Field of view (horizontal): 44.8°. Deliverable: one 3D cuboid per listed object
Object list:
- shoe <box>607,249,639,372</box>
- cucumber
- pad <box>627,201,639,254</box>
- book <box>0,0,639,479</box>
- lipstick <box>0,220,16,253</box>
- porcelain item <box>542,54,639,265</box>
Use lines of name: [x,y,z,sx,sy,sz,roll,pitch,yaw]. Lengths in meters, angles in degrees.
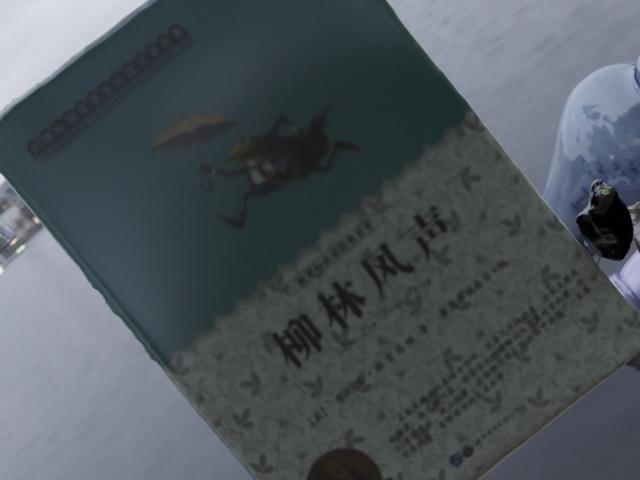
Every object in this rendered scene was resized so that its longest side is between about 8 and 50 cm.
shoe: [0.343,0.066,0.627,0.137,0.245,0.095,-56,16,29]
cucumber: [0.189,-0.008,0.510,0.033,0.034,0.135,-60,-22,4]
pad: [0.309,-0.019,0.465,0.235,0.003,0.158,-34,40,32]
book: [0.000,0.000,0.500,0.264,0.379,0.031,-40,3,-2]
lipstick: [-0.555,-0.079,1.040,0.076,0.304,0.076,-42,19,18]
porcelain item: [0.280,-0.068,0.751,0.141,0.141,0.259,-54,-13,-41]
